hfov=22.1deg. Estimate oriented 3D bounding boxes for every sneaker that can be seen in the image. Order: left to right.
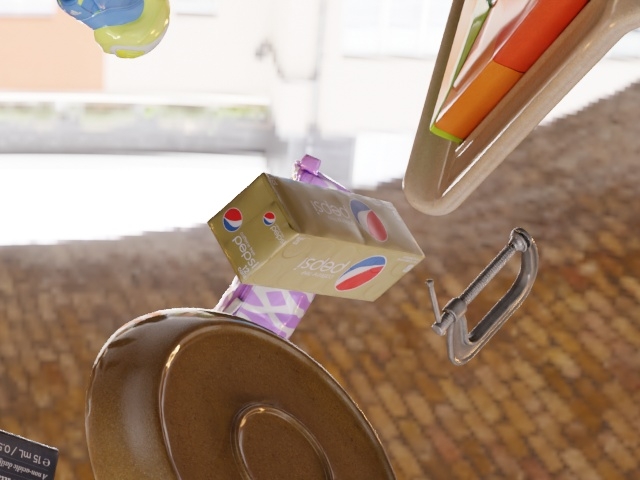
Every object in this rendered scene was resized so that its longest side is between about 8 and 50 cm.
[{"bbox_3d":[-0.181,-0.280,1.385,0.091,0.240,0.126,-17,157,29],"label":"sneaker"}]

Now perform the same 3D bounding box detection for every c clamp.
[{"bbox_3d":[0.153,0.046,1.483,0.022,0.137,0.160,26,-129,31],"label":"c clamp"}]

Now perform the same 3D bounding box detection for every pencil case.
[{"bbox_3d":[-0.040,0.024,1.574,0.086,0.206,0.088,23,171,43],"label":"pencil case"}]

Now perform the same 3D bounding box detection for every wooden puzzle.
[{"bbox_3d":[0.117,-0.149,0.826,0.044,0.238,0.221,24,-119,-14],"label":"wooden puzzle"}]

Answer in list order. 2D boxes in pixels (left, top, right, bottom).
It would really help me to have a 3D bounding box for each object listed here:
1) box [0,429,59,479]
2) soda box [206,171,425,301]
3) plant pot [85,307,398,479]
[{"bbox_3d":[-0.275,0.198,1.103,0.093,0.158,0.156,-11,152,43],"label":"box"},{"bbox_3d":[0.000,0.000,1.216,0.181,0.061,0.058,10,-136,-57],"label":"soda box"},{"bbox_3d":[-0.028,0.132,0.926,0.236,0.032,0.236,34,-146,-27],"label":"plant pot"}]
